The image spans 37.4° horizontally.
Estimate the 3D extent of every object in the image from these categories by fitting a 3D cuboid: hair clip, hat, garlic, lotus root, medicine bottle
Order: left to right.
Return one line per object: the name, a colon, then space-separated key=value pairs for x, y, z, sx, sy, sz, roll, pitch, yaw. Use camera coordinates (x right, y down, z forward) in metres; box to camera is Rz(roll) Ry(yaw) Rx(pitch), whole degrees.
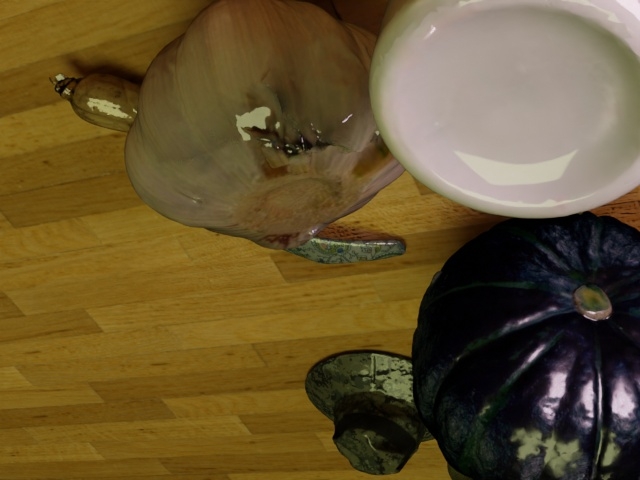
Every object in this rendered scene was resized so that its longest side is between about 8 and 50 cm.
lotus root: x=-0.253 y=-0.168 z=1.138 sx=0.152 sy=0.063 sz=0.072 roll=18 pitch=166 yaw=-11
garlic: x=-0.046 y=-0.116 z=0.993 sx=0.322 sy=0.241 sz=0.322 roll=12 pitch=153 yaw=6
hair clip: x=-0.001 y=0.002 z=1.259 sx=0.229 sy=0.036 sz=0.066 roll=9 pitch=144 yaw=9
hat: x=0.089 y=0.293 z=1.480 sx=0.265 sy=0.128 sz=0.265 roll=11 pitch=136 yaw=11
medicine bottle: x=0.171 y=-0.211 z=0.722 sx=0.211 sy=0.371 sz=0.211 roll=10 pitch=138 yaw=9

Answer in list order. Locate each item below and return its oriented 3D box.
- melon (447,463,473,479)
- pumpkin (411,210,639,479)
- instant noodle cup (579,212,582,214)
melon: x=0.259 y=0.340 z=1.496 sx=0.099 sy=0.099 sz=0.162 roll=20 pitch=139 yaw=-4
pumpkin: x=0.284 y=0.138 z=1.072 sx=0.363 sy=0.363 sz=0.266 roll=10 pitch=138 yaw=8
instant noodle cup: x=0.222 y=-0.133 z=0.947 sx=0.144 sy=0.182 sz=0.182 roll=19 pitch=139 yaw=12
